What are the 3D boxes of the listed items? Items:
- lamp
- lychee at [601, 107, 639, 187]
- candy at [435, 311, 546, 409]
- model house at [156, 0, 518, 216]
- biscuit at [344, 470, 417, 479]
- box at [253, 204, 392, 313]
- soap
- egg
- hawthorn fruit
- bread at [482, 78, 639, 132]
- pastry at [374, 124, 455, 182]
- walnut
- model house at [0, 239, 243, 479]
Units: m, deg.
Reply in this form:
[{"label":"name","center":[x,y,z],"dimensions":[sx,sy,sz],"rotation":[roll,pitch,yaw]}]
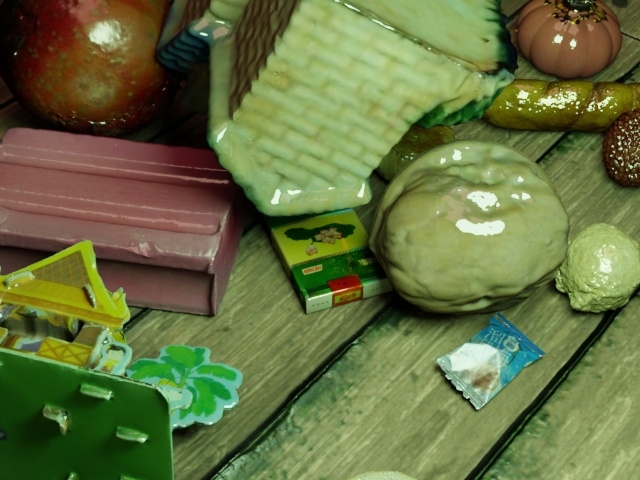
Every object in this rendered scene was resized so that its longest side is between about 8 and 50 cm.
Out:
[{"label":"lamp","center":[0.421,-0.356,2.061],"dimensions":[0.182,0.140,0.182],"rotation":[3,41,-3]},{"label":"lychee","center":[0.488,-0.138,1.857],"dimensions":[0.123,0.123,0.129],"rotation":[29,83,25]},{"label":"candy","center":[0.221,0.156,1.601],"dimensions":[0.136,0.038,0.088],"rotation":[-34,66,-28]},{"label":"model house","center":[0.004,-0.249,1.696],"dimensions":[0.395,0.400,0.445],"rotation":[24,35,-25]},{"label":"biscuit","center":[0.074,0.331,1.426],"dimensions":[0.152,0.020,0.152],"rotation":[2,44,-2]},{"label":"box","center":[0.000,0.000,1.755],"dimensions":[0.132,0.034,0.235],"rotation":[-14,46,-16]},{"label":"soap","center":[-0.297,-0.032,1.714],"dimensions":[0.359,0.128,0.233],"rotation":[7,43,5]},{"label":"egg","center":[0.386,0.037,1.678],"dimensions":[0.116,0.118,0.140],"rotation":[47,35,-15]},{"label":"hawthorn fruit","center":[-0.362,-0.304,1.872],"dimensions":[0.316,0.316,0.316],"rotation":[1,44,-1]},{"label":"bread","center":[0.375,-0.212,1.942],"dimensions":[0.344,0.124,0.084],"rotation":[1,82,-1]},{"label":"pastry","center":[0.138,-0.145,1.876],"dimensions":[0.153,0.081,0.153],"rotation":[1,40,0]},{"label":"walnut","center":[0.196,-0.015,1.641],"dimensions":[0.273,0.227,0.273],"rotation":[-3,46,3]},{"label":"model house","center":[-0.278,0.131,1.476],"dimensions":[0.358,0.242,0.313],"rotation":[10,42,11]}]
